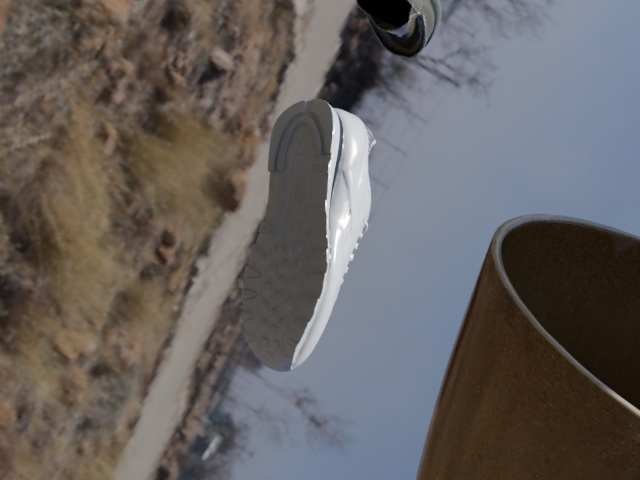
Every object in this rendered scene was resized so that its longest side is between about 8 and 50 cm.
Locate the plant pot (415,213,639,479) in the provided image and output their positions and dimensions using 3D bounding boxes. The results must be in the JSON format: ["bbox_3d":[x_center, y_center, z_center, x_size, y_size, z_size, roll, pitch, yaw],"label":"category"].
[{"bbox_3d":[0.141,0.156,0.581,0.254,0.237,0.237,-65,177,23],"label":"plant pot"}]

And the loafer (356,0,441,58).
[{"bbox_3d":[0.074,-0.271,1.233,0.087,0.094,0.251,-62,161,-14],"label":"loafer"}]

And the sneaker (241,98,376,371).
[{"bbox_3d":[0.000,0.000,0.956,0.095,0.090,0.235,20,81,-54],"label":"sneaker"}]
